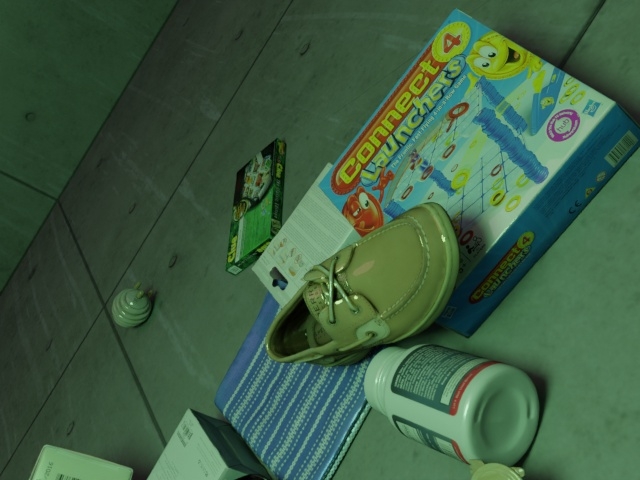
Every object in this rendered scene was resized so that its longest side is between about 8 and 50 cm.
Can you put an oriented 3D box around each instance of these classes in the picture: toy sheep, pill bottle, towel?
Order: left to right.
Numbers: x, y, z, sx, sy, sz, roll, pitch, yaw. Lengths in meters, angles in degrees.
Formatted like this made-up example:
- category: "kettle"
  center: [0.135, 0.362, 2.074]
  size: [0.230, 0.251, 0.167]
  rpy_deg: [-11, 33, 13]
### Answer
- category: "toy sheep"
  center: [-0.407, 0.141, 1.621]
  size: [0.132, 0.091, 0.091]
  rpy_deg: [124, 154, -44]
- category: "towel"
  center: [-0.042, 0.201, 1.092]
  size: [0.243, 0.040, 0.336]
  rpy_deg: [-61, 31, -2]
- category: "pill bottle"
  center: [0.131, 0.169, 0.803]
  size: [0.180, 0.108, 0.108]
  rpy_deg: [8, 71, 57]

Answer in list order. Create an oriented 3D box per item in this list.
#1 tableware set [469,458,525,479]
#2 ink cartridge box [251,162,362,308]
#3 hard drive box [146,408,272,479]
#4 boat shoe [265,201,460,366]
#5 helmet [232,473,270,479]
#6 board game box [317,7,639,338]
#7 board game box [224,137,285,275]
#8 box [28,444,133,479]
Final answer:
- category: "tableware set"
  center: [0.154, 0.291, 0.697]
  size: [0.141, 0.020, 0.169]
  rpy_deg: [-30, 69, 40]
- category: "ink cartridge box"
  center: [0.000, 0.000, 1.184]
  size: [0.225, 0.056, 0.181]
  rpy_deg: [-56, 32, 6]
- category: "hard drive box"
  center: [-0.190, 0.395, 1.091]
  size: [0.232, 0.089, 0.181]
  rpy_deg: [-59, 31, 0]
- category: "boat shoe"
  center: [0.038, 0.072, 0.866]
  size: [0.341, 0.110, 0.122]
  rpy_deg: [-52, 49, 50]
- category: "helmet"
  center: [-0.109, 0.383, 0.916]
  size: [0.169, 0.169, 0.161]
  rpy_deg: [-31, 72, 39]
- category: "board game box"
  center: [0.177, -0.095, 0.933]
  size: [0.308, 0.086, 0.302]
  rpy_deg: [-52, 42, 13]
- category: "board game box"
  center: [-0.124, -0.068, 1.447]
  size: [0.136, 0.030, 0.260]
  rpy_deg: [-32, 41, 34]
- category: "box"
  center: [-0.401, 0.431, 1.230]
  size: [0.232, 0.148, 0.127]
  rpy_deg: [126, 161, -61]
